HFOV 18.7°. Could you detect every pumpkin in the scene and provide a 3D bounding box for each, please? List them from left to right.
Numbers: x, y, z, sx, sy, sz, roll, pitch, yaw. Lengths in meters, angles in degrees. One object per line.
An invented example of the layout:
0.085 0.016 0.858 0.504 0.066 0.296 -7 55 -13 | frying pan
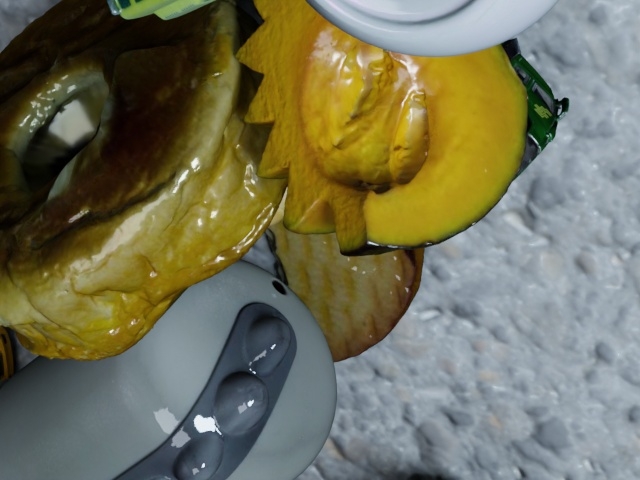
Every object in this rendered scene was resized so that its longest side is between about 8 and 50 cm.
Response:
0.041 -0.092 1.304 0.130 0.149 0.254 -35 57 53 | pumpkin

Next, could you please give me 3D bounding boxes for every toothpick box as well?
-0.124 0.146 1.573 0.229 0.229 0.316 47 134 -7 | toothpick box

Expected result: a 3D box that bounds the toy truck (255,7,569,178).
0.059 -0.149 1.399 0.259 0.121 0.088 42 126 -4 | toy truck

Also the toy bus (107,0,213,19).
-0.085 -0.209 1.293 0.175 0.088 0.101 -14 101 57 | toy bus

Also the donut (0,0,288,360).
-0.154 -0.051 1.459 0.330 0.330 0.160 -21 131 33 | donut

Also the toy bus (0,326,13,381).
-0.363 0.102 1.775 0.162 0.074 0.070 12 125 18 | toy bus

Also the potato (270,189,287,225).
-0.046 -0.048 1.511 0.068 0.062 0.083 38 109 -19 | potato

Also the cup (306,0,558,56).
0.096 -0.253 1.195 0.212 0.317 0.212 12 123 19 | cup

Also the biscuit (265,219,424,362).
0.000 -0.001 1.573 0.176 0.031 0.229 25 128 10 | biscuit
